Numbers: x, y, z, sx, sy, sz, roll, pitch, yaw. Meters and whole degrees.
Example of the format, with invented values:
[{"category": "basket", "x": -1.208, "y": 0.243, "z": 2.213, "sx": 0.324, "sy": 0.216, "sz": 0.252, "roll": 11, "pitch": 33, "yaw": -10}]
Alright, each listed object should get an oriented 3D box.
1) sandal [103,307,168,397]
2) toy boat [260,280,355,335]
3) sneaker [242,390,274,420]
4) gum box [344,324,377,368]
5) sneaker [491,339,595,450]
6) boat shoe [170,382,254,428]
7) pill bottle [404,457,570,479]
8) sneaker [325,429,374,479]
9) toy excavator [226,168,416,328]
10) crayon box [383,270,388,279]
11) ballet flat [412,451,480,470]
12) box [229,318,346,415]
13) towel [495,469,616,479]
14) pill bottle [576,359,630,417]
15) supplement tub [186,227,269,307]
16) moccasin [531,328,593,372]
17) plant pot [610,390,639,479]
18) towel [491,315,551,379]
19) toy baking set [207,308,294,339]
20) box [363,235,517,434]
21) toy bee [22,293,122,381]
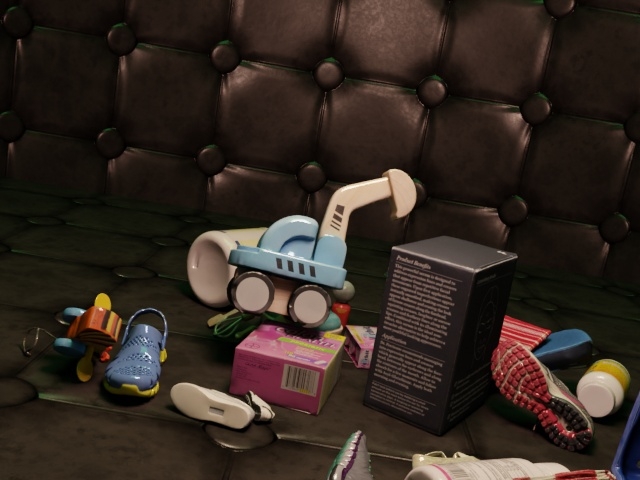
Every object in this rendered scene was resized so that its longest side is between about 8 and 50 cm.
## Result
[{"category": "sandal", "x": -0.411, "y": 0.249, "z": 1.705, "sx": 0.126, "sy": 0.138, "sz": 0.317, "roll": 10, "pitch": 14, "yaw": -10}, {"category": "toy boat", "x": -0.019, "y": 0.202, "z": 2.194, "sx": 0.268, "sy": 0.148, "sz": 0.318, "roll": 19, "pitch": 16, "yaw": 38}, {"category": "sneaker", "x": -0.136, "y": 0.364, "z": 1.639, "sx": 0.044, "sy": 0.040, "sz": 0.109, "roll": 22, "pitch": 8, "yaw": -31}, {"category": "gum box", "x": 0.134, "y": 0.293, "z": 2.092, "sx": 0.107, "sy": 0.062, "sz": 0.188, "roll": 7, "pitch": 12, "yaw": -14}, {"category": "sneaker", "x": 0.526, "y": 0.366, "z": 1.799, "sx": 0.299, "sy": 0.121, "sz": 0.112, "roll": 52, "pitch": 24, "yaw": 19}, {"category": "boat shoe", "x": -0.225, "y": 0.344, "z": 1.590, "sx": 0.184, "sy": 0.066, "sz": 0.063, "roll": 10, "pitch": -2, "yaw": 14}, {"category": "pill bottle", "x": 0.289, "y": 0.449, "z": 1.259, "sx": 0.283, "sy": 0.160, "sz": 0.160, "roll": 4, "pitch": 13, "yaw": -24}, {"category": "sneaker", "x": 0.067, "y": 0.438, "z": 1.398, "sx": 0.098, "sy": 0.083, "sz": 0.224, "roll": 32, "pitch": 20, "yaw": 7}, {"category": "toy excavator", "x": 0.000, "y": 0.000, "z": 1.922, "sx": 0.433, "sy": 0.444, "sz": 0.222, "roll": 13, "pitch": -4, "yaw": -8}, {"category": "crayon box", "x": 0.328, "y": 0.225, "z": 2.213, "sx": 0.323, "sy": 0.083, "sz": 0.203, "roll": 53, "pitch": -2, "yaw": -18}, {"category": "ballet flat", "x": 0.261, "y": 0.442, "z": 1.497, "sx": 0.168, "sy": 0.057, "sz": 0.052, "roll": 6, "pitch": 41, "yaw": -18}, {"category": "box", "x": -0.072, "y": 0.294, "z": 1.799, "sx": 0.214, "sy": 0.117, "sz": 0.243, "roll": 12, "pitch": 12, "yaw": 11}, {"category": "towel", "x": 0.273, "y": 0.443, "z": 1.117, "sx": 0.329, "sy": 0.237, "sz": 0.037, "roll": 3, "pitch": 31, "yaw": -27}, {"category": "pill bottle", "x": 0.741, "y": 0.392, "z": 1.980, "sx": 0.118, "sy": 0.117, "sz": 0.208, "roll": 16, "pitch": 14, "yaw": 27}, {"category": "supplement tub", "x": -0.233, "y": 0.079, "z": 2.385, "sx": 0.236, "sy": 0.235, "sz": 0.325, "roll": 19, "pitch": 15, "yaw": 38}, {"category": "moccasin", "x": 0.573, "y": 0.342, "z": 2.052, "sx": 0.342, "sy": 0.116, "sz": 0.137, "roll": -11, "pitch": 22, "yaw": 11}, {"category": "plant pot", "x": 0.743, "y": 0.442, "z": 1.497, "sx": 0.212, "sy": 0.235, "sz": 0.236, "roll": 16, "pitch": 12, "yaw": 3}, {"category": "towel", "x": 0.463, "y": 0.294, "z": 2.054, "sx": 0.275, "sy": 0.031, "sz": 0.199, "roll": -30, "pitch": 23, "yaw": -22}, {"category": "toy baking set", "x": -0.190, "y": 0.210, "z": 2.072, "sx": 0.256, "sy": 0.030, "sz": 0.197, "roll": 16, "pitch": 48, "yaw": 40}, {"category": "box", "x": 0.290, "y": 0.211, "z": 1.805, "sx": 0.212, "sy": 0.395, "sz": 0.294, "roll": 17, "pitch": 14, "yaw": 30}, {"category": "toy bee", "x": -0.526, "y": 0.215, "z": 1.722, "sx": 0.162, "sy": 0.195, "sz": 0.298, "roll": 31, "pitch": -15, "yaw": -38}]
